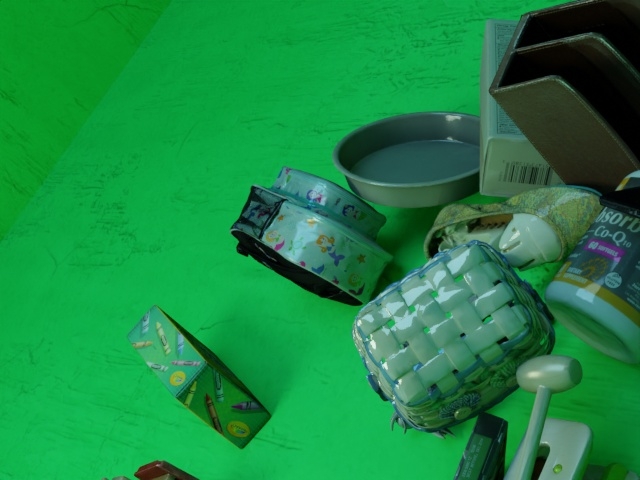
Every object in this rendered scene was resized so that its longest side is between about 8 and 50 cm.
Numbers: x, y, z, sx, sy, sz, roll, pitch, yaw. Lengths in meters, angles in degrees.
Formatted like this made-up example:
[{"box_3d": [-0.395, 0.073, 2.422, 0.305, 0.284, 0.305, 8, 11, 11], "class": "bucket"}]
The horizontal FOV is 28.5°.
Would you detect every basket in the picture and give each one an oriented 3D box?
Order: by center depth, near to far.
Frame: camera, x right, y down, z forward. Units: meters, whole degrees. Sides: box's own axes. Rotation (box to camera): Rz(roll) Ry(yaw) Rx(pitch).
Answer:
[{"box_3d": [0.164, 0.126, 1.600, 0.254, 0.201, 0.289, -34, -11, 6], "class": "basket"}]

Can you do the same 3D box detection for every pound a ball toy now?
[{"box_3d": [0.237, 0.313, 1.473, 0.135, 0.208, 0.319, -1, 53, 50], "class": "pound a ball toy"}]

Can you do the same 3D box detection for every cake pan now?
[{"box_3d": [0.167, -0.136, 2.104, 0.293, 0.054, 0.293, -6, 28, 3], "class": "cake pan"}]

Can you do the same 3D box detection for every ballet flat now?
[{"box_3d": [0.280, -0.004, 1.869, 0.348, 0.123, 0.123, -5, 50, 55], "class": "ballet flat"}]

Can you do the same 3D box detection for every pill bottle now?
[{"box_3d": [0.428, 0.009, 1.637, 0.278, 0.162, 0.162, -53, 31, -11], "class": "pill bottle"}]

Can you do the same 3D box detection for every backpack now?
[{"box_3d": [0.000, 0.000, 2.109, 0.191, 0.225, 0.253, -57, 34, 0], "class": "backpack"}]

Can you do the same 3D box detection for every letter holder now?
[{"box_3d": [0.417, -0.179, 1.731, 0.214, 0.302, 0.152, -6, 49, 47], "class": "letter holder"}]

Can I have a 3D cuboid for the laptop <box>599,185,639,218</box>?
[{"box_3d": [0.558, 0.047, 1.387, 0.381, 0.237, 0.408, -9, 7, -2], "class": "laptop"}]

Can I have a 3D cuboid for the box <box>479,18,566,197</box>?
[{"box_3d": [0.328, -0.213, 2.003, 0.147, 0.121, 0.311, 5, 45, 4], "class": "box"}]

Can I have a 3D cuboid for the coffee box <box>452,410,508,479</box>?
[{"box_3d": [0.196, 0.302, 1.574, 0.040, 0.184, 0.113, 18, 63, 16], "class": "coffee box"}]

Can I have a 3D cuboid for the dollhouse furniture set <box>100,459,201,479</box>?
[{"box_3d": [-0.298, 0.493, 2.018, 0.374, 0.152, 0.201, -30, 31, 57], "class": "dollhouse furniture set"}]

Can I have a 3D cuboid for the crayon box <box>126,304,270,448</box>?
[{"box_3d": [-0.214, 0.229, 2.160, 0.081, 0.165, 0.278, -48, 31, -3], "class": "crayon box"}]

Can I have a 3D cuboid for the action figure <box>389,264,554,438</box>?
[{"box_3d": [0.194, 0.166, 1.808, 0.285, 0.099, 0.185, -49, 41, 4], "class": "action figure"}]
